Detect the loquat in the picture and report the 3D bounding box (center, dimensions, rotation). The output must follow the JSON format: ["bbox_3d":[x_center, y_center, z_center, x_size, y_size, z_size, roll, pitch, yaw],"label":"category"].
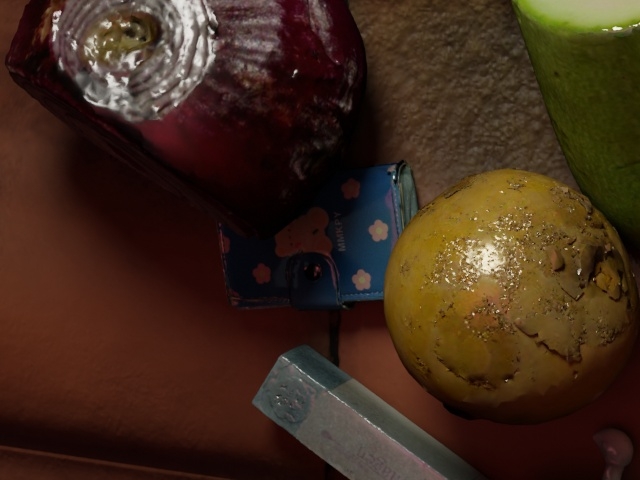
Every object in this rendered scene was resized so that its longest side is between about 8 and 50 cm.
[{"bbox_3d":[0.167,0.051,1.685,0.235,0.235,0.235,4,99,22],"label":"loquat"}]

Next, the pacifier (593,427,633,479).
[{"bbox_3d":[0.258,0.228,1.749,0.150,0.127,0.116,8,77,28],"label":"pacifier"}]

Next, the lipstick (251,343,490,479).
[{"bbox_3d":[0.082,0.221,1.834,0.317,0.068,0.066,36,109,14],"label":"lipstick"}]

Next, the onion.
[{"bbox_3d":[-0.114,-0.177,1.749,0.337,0.282,0.260,32,88,30],"label":"onion"}]

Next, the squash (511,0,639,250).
[{"bbox_3d":[0.312,-0.136,1.663,0.233,0.210,0.309,-12,135,17],"label":"squash"}]

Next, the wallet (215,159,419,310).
[{"bbox_3d":[0.000,0.000,1.840,0.202,0.059,0.141,-5,98,23],"label":"wallet"}]
